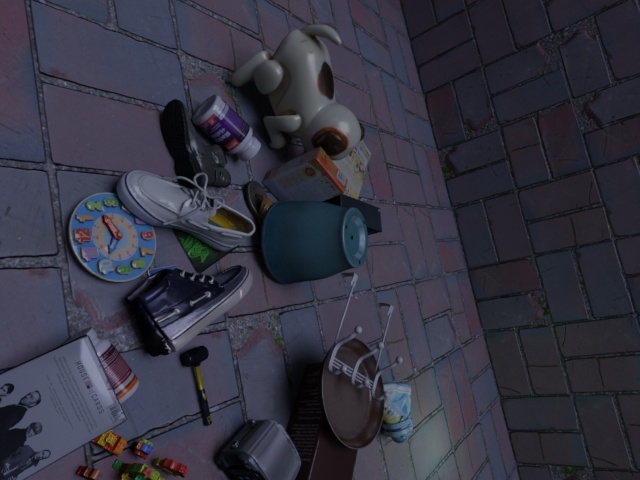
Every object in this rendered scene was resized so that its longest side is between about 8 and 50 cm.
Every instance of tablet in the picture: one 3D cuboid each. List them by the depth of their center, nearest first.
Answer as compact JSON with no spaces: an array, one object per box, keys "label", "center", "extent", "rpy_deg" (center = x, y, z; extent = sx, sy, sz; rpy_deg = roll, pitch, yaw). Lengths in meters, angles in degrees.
[{"label":"tablet","center":[-0.380,0.091,1.078],"extent":[0.083,0.006,0.054],"rpy_deg":[-10,85,-54]}]

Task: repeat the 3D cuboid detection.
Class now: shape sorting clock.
[{"label":"shape sorting clock","center":[-0.456,-0.009,0.987],"extent":[0.206,0.040,0.206],"rpy_deg":[25,57,-46]}]

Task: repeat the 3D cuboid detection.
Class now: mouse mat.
[{"label":"mouse mat","center":[-0.309,-0.015,1.217],"extent":[0.190,0.007,0.152],"rpy_deg":[-43,111,-51]}]

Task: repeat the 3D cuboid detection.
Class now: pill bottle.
[{"label":"pill bottle","center":[-0.434,0.250,0.870],"extent":[0.152,0.086,0.086],"rpy_deg":[62,37,-16]},{"label":"pill bottle","center":[-0.271,-0.325,1.308],"extent":[0.193,0.108,0.108],"rpy_deg":[41,46,-36]}]

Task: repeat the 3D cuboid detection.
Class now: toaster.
[{"label":"toaster","center":[-0.140,0.560,1.104],"extent":[0.226,0.129,0.146],"rpy_deg":[63,34,-12]}]

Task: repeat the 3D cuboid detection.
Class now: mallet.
[{"label":"mallet","center":[-0.295,0.353,1.063],"extent":[0.062,0.039,0.189],"rpy_deg":[2,78,-54]}]

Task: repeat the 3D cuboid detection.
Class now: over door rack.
[{"label":"over door rack","center":[0.144,0.275,1.312],"extent":[0.239,0.108,0.324],"rpy_deg":[42,45,-36]}]

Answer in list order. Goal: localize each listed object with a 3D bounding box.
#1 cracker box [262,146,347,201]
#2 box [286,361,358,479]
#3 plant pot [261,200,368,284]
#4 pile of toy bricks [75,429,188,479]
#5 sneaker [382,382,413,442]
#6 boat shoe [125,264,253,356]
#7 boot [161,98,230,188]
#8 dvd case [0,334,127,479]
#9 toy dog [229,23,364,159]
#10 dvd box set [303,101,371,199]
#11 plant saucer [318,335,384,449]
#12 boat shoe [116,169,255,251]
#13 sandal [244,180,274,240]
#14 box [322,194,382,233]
[{"label":"cracker box","center":[-0.051,-0.192,1.442],"extent":[0.155,0.232,0.067],"rpy_deg":[47,42,-32]},{"label":"box","center":[0.011,0.568,1.295],"extent":[0.191,0.143,0.381],"rpy_deg":[47,44,-31]},{"label":"plant pot","center":[0.000,0.000,1.368],"extent":[0.272,0.255,0.271],"rpy_deg":[11,78,-61]},{"label":"pile of toy bricks","center":[-0.358,0.455,0.871],"extent":[0.212,0.105,0.118],"rpy_deg":[50,42,-29]},{"label":"sneaker","center":[0.245,0.624,1.599],"extent":[0.319,0.127,0.208],"rpy_deg":[22,58,-47]},{"label":"boat shoe","center":[-0.301,0.113,1.067],"extent":[0.340,0.127,0.158],"rpy_deg":[-46,121,-50]},{"label":"boot","center":[-0.340,-0.260,1.231],"extent":[0.161,0.084,0.246],"rpy_deg":[-23,100,-61]},{"label":"dvd case","center":[-0.487,0.297,0.759],"extent":[0.239,0.030,0.179],"rpy_deg":[-25,97,-33]},{"label":"toy dog","center":[-0.022,-0.455,1.474],"extent":[0.407,0.396,0.284],"rpy_deg":[59,28,-5]},{"label":"dvd box set","center":[0.076,-0.337,1.822],"extent":[0.307,0.062,0.420],"rpy_deg":[48,42,-31]},{"label":"plant saucer","center":[0.087,0.440,1.294],"extent":[0.311,0.050,0.310],"rpy_deg":[24,57,-45]},{"label":"boat shoe","center":[-0.303,-0.084,1.100],"extent":[0.367,0.157,0.135],"rpy_deg":[34,43,-43]},{"label":"sandal","center":[-0.172,-0.084,1.384],"extent":[0.090,0.060,0.219],"rpy_deg":[-13,87,-55]},{"label":"box","center":[0.079,-0.077,1.614],"extent":[0.261,0.184,0.103],"rpy_deg":[12,66,-50]}]
